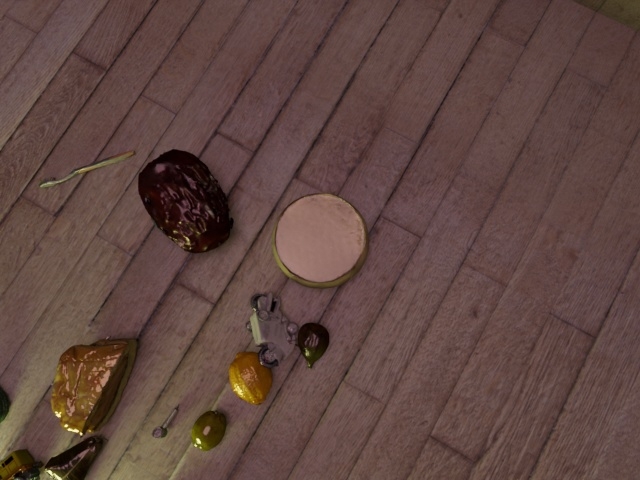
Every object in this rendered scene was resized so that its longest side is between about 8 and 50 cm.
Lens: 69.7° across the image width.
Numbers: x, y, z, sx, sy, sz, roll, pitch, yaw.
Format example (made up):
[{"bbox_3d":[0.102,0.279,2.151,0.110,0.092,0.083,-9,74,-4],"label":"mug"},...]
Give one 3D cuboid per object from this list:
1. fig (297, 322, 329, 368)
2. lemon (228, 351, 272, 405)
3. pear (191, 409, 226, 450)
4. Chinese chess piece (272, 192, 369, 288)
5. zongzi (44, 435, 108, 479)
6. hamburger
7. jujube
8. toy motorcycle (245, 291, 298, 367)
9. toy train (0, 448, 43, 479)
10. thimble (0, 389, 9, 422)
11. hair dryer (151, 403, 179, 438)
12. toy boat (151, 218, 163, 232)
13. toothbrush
[{"bbox_3d":[-0.029,0.358,1.559,0.109,0.103,0.154,16,92,41],"label":"fig"},{"bbox_3d":[-0.229,0.456,1.524,0.142,0.142,0.187,-19,87,-2],"label":"lemon"},{"bbox_3d":[-0.369,0.627,1.520,0.107,0.107,0.131,21,72,5],"label":"pear"},{"bbox_3d":[0.000,0.000,1.597,0.339,0.140,0.337,-1,80,3],"label":"Chinese chess piece"},{"bbox_3d":[-0.779,0.761,1.525,0.187,0.084,0.184,-30,95,-8],"label":"zongzi"},{"bbox_3d":[-0.768,0.450,1.531,0.209,0.162,0.329,22,84,8],"label":"hamburger"},{"bbox_3d":[-0.466,-0.139,1.585,0.259,0.258,0.376,-33,77,-4],"label":"jujube"},{"bbox_3d":[-0.153,0.302,1.561,0.171,0.110,0.260,6,57,-34],"label":"toy motorcycle"},{"bbox_3d":[-1.023,0.790,1.519,0.219,0.089,0.127,-42,71,-5],"label":"toy train"},{"bbox_3d":[-1.137,0.568,1.555,0.119,0.090,0.135,-24,80,-3],"label":"thimble"},{"bbox_3d":[-0.515,0.609,1.551,0.038,0.063,0.124,31,70,9],"label":"hair dryer"},{"bbox_3d":[-0.568,-0.059,1.676,0.096,0.034,0.122,-14,82,5],"label":"toy boat"},{"bbox_3d":[-0.876,-0.270,1.724,0.376,0.028,0.037,-19,73,-1],"label":"toothbrush"}]
